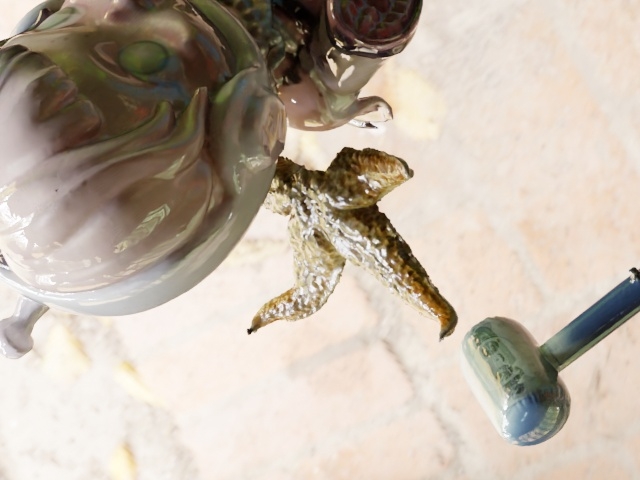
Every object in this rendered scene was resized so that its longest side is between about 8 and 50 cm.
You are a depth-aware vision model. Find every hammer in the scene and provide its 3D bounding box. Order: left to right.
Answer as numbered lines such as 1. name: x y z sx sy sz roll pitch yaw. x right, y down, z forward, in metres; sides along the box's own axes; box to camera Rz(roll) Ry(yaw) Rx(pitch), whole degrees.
1. hammer: 0.208 0.077 1.431 0.194 0.116 0.069 -38 132 8

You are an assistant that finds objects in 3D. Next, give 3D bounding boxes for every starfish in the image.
1. starfish: 0.002 0.001 1.275 0.247 0.050 0.138 -1 102 50

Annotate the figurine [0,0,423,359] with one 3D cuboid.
1. figurine: -0.101 -0.086 1.223 0.253 0.361 0.211 9 126 47
